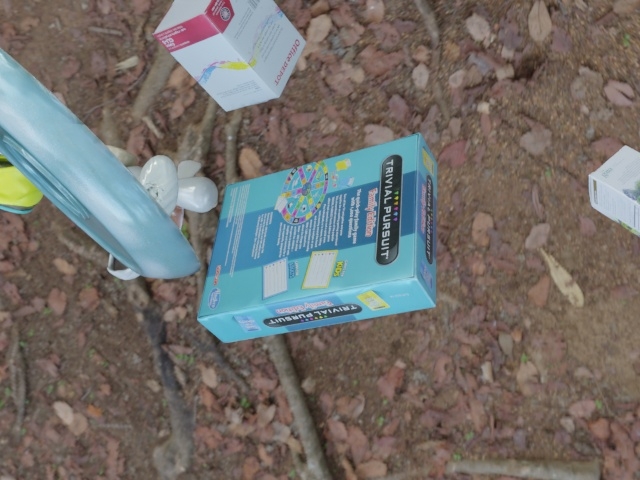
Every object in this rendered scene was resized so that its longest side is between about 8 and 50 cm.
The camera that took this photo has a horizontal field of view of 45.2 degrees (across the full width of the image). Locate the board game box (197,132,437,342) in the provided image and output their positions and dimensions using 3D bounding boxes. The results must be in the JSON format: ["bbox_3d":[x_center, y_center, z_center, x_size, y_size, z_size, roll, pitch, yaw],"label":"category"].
[{"bbox_3d":[0.000,0.000,1.123,0.335,0.254,0.079,-12,140,25],"label":"board game box"}]

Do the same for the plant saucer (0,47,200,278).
[{"bbox_3d":[-0.240,-0.068,0.706,0.317,0.317,0.044,43,74,-3],"label":"plant saucer"}]

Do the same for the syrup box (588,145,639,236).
[{"bbox_3d":[0.592,-0.059,1.341,0.093,0.237,0.096,-38,138,-10],"label":"syrup box"}]

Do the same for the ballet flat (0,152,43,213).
[{"bbox_3d":[-0.420,-0.093,0.843,0.230,0.077,0.077,13,115,-13],"label":"ballet flat"}]

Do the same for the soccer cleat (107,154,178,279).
[{"bbox_3d":[-0.264,-0.034,1.148,0.068,0.076,0.196,19,91,10],"label":"soccer cleat"}]

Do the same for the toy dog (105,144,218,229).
[{"bbox_3d":[-0.347,-0.091,1.647,0.333,0.161,0.220,33,92,31],"label":"toy dog"}]

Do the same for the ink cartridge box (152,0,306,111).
[{"bbox_3d":[-0.135,-0.309,1.181,0.127,0.128,0.176,-6,140,42],"label":"ink cartridge box"}]
